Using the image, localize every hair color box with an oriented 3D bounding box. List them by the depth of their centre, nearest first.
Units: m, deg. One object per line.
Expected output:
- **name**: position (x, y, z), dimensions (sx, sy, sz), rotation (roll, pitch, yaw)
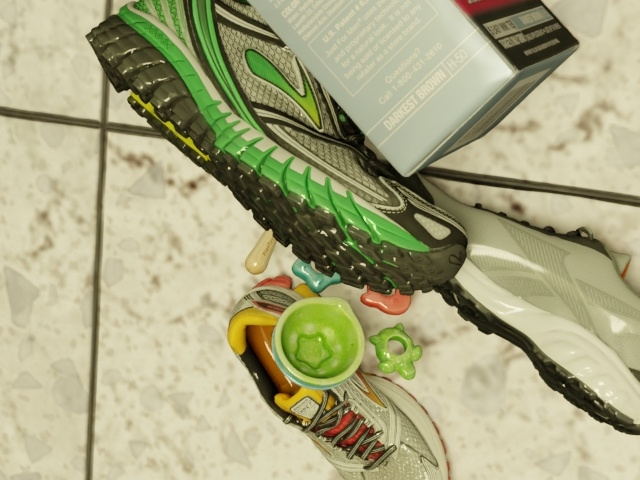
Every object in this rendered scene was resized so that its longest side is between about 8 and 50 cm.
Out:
- **hair color box**: position (0.001, -0.231, 1.306), dimensions (0.113, 0.185, 0.374), rotation (-44, 84, 22)

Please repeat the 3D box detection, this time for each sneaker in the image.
- **sneaker**: position (-0.018, -0.092, 1.331), dimensions (0.146, 0.134, 0.343), rotation (-44, 64, -8)
- **sneaker**: position (0.155, 0.025, 1.363), dimensions (0.271, 0.100, 0.108), rotation (38, 83, 15)
- **sneaker**: position (0.007, 0.132, 1.431), dimensions (0.225, 0.092, 0.088), rotation (46, 112, 5)

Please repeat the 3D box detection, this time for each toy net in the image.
- **toy net**: position (0.000, 0.000, 1.399), dimensions (0.122, 0.045, 0.232), rotation (-11, 71, -15)
